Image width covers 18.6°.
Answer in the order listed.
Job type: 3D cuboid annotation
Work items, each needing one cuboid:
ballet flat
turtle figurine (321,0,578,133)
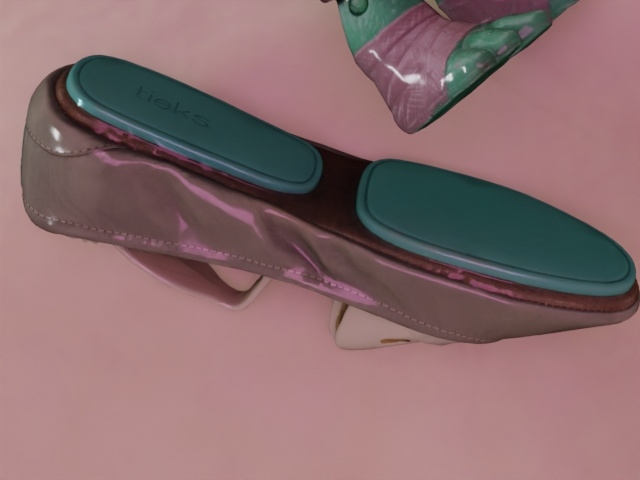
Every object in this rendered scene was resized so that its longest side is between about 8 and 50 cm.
[{"bbox_3d":[0.000,0.000,0.661,0.213,0.072,0.068,20,120,1],"label":"ballet flat"},{"bbox_3d":[-0.011,-0.150,0.627,0.234,0.118,0.175,51,52,-2],"label":"turtle figurine"}]
